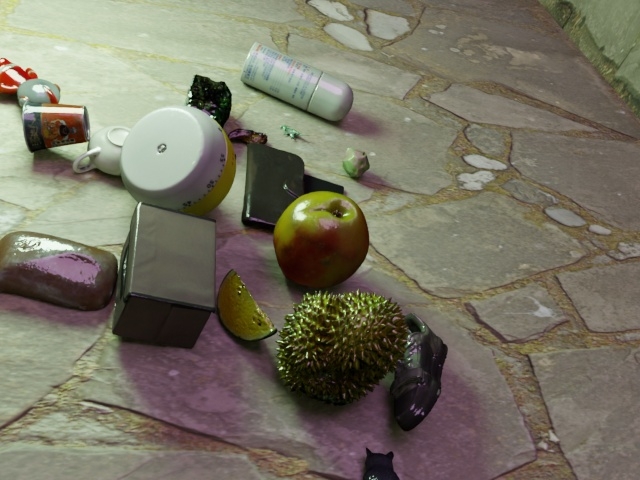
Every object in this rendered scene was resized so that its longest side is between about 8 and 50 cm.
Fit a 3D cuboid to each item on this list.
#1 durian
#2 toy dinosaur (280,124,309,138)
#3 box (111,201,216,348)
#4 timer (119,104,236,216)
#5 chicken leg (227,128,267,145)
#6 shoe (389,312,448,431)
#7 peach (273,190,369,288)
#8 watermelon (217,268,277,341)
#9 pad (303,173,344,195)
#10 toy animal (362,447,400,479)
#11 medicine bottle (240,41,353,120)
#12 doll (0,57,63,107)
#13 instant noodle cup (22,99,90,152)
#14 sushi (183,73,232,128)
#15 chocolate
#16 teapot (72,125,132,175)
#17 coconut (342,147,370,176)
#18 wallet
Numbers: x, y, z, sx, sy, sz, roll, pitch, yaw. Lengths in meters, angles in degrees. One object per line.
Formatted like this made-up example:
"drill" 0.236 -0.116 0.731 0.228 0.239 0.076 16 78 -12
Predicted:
"durian" 0.041 0.209 1.588 0.291 0.291 0.224 4 39 -24
"toy dinosaur" -0.078 -0.316 2.234 0.083 0.021 0.062 3 34 -23
"box" -0.322 0.075 1.598 0.188 0.153 0.252 13 43 -24
"timer" -0.315 -0.164 1.826 0.285 0.285 0.285 14 43 -14
"chicken leg" -0.214 -0.283 2.126 0.145 0.037 0.062 3 62 -25
"shoe" 0.185 0.272 1.669 0.149 0.109 0.293 48 32 -10
"peach" 0.000 0.000 1.805 0.231 0.231 0.230 14 43 -14
"watermelon" -0.173 0.159 1.651 0.075 0.092 0.181 -24 61 -25
"pad" -0.066 -0.133 2.064 0.265 0.009 0.159 17 42 -8
"toy animal" 0.116 0.474 1.454 0.121 0.117 0.210 7 47 -12
"medicine bottle" -0.063 -0.471 2.316 0.341 0.130 0.130 24 41 -2
"doll" -0.738 -0.385 1.930 0.245 0.076 0.142 32 42 12
"instant noodle cup" -0.618 -0.271 1.810 0.136 0.127 0.127 -4 47 -8
"sushi" -0.308 -0.353 2.075 0.127 0.124 0.225 15 40 -9
"chocolate" -0.542 0.047 1.579 0.262 0.083 0.161 13 45 -16
"teapot" -0.500 -0.219 1.873 0.226 0.092 0.145 -24 60 -38
"coconut" 0.101 -0.219 2.183 0.081 0.083 0.082 23 62 6
"wallet" -0.119 -0.139 2.008 0.165 0.042 0.309 11 43 -12
